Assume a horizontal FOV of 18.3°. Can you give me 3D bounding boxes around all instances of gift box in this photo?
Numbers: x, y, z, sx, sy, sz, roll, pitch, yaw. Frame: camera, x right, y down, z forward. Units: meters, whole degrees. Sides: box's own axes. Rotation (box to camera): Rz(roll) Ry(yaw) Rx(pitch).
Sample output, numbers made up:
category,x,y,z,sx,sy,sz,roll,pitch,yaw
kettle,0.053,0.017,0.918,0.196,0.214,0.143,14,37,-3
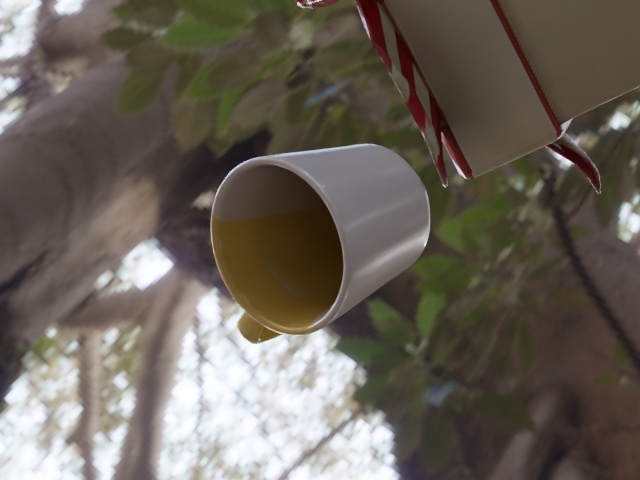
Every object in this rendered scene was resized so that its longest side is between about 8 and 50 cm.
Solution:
category,x,y,z,sx,sy,sz,roll,pitch,yaw
gift box,0.121,-0.165,0.872,0.258,0.255,0.276,-24,-88,20

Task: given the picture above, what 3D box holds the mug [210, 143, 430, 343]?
category,x,y,z,sx,sy,sz,roll,pitch,yaw
mug,0.000,-0.004,0.696,0.078,0.064,0.062,-19,-88,44
